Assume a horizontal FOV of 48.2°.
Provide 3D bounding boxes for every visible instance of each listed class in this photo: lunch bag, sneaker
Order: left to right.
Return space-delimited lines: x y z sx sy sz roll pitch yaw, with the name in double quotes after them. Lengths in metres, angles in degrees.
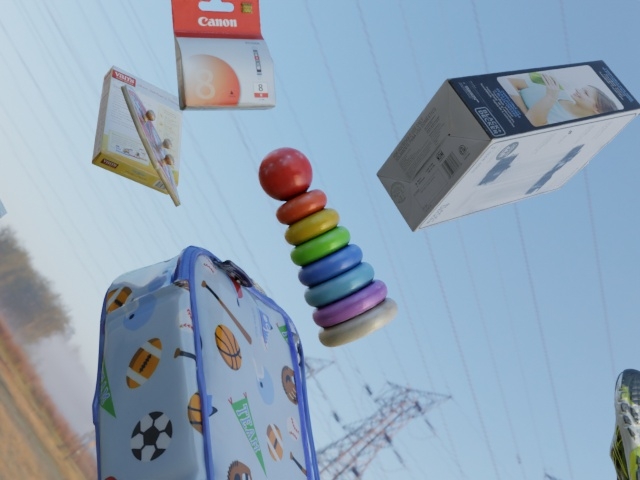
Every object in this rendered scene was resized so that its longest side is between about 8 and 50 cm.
-0.081 0.163 0.628 0.243 0.115 0.303 47 27 -49 "lunch bag"
0.197 0.124 0.457 0.035 0.031 0.083 122 -27 -67 "sneaker"

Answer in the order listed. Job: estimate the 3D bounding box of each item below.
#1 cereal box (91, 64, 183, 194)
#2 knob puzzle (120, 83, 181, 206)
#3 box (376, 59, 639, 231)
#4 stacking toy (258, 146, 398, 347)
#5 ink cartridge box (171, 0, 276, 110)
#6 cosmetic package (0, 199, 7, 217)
-0.368 -0.226 1.462 0.173 0.240 0.047 24 -43 -34 "cereal box"
-0.278 -0.179 1.193 0.213 0.030 0.213 158 -90 -88 "knob puzzle"
0.228 -0.117 0.855 0.087 0.290 0.169 60 -37 21 "box"
0.000 0.000 1.171 0.330 0.141 0.141 65 -26 -1 "stacking toy"
-0.143 -0.285 1.071 0.045 0.145 0.179 7 -78 64 "ink cartridge box"
-0.467 -0.143 0.777 0.309 0.113 0.160 67 -18 -14 "cosmetic package"
